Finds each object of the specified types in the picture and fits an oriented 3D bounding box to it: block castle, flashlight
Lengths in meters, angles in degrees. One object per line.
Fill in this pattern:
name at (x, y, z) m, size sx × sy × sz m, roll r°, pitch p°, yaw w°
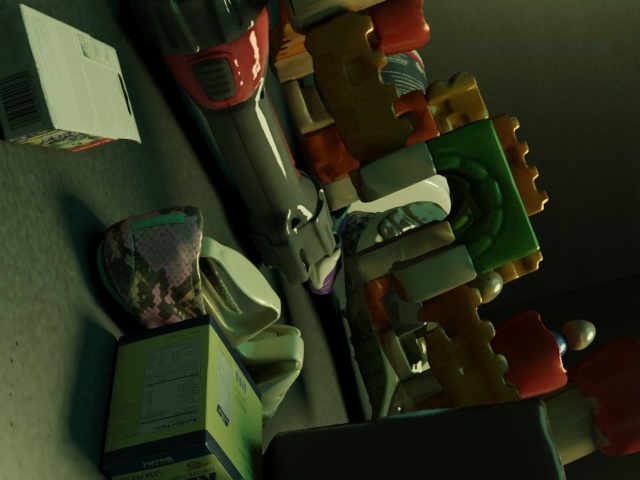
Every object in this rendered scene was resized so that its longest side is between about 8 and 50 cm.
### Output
block castle at (0.126, -0.042, 0.757) m, size 0.303 × 0.212 × 0.454 m, roll -178°, pitch -114°, yaw -84°
flashlight at (-0.059, -0.103, 0.737) m, size 0.103 × 0.103 × 0.304 m, roll 32°, pitch -24°, yaw 38°

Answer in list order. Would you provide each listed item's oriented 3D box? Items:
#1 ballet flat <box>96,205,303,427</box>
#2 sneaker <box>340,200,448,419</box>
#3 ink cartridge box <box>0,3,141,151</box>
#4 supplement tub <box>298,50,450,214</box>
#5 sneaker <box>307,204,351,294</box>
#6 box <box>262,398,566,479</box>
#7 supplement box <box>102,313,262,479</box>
ballet flat at (-0.057, 0.060, 0.546) m, size 0.222 × 0.079 × 0.077 m, roll 65°, pitch 13°, yaw -45°
sneaker at (0.098, 0.136, 1.110) m, size 0.182 × 0.158 × 0.411 m, roll -152°, pitch -126°, yaw -62°
ink cartridge box at (-0.136, -0.081, 0.467) m, size 0.115 × 0.029 × 0.063 m, roll -12°, pitch 87°, yaw -81°
supplement tub at (0.075, -0.143, 1.233) m, size 0.191 × 0.191 × 0.272 m, roll 60°, pitch 18°, yaw -55°
sneaker at (0.000, 0.000, 1.040) m, size 0.170 × 0.068 × 0.071 m, roll -76°, pitch 166°, yaw -53°
box at (0.055, 0.223, 0.516) m, size 0.167 × 0.168 × 0.203 m, roll 112°, pitch -29°, yaw -60°
supplement box at (-0.071, 0.102, 0.473) m, size 0.083 × 0.056 × 0.083 m, roll -95°, pitch 166°, yaw -46°
